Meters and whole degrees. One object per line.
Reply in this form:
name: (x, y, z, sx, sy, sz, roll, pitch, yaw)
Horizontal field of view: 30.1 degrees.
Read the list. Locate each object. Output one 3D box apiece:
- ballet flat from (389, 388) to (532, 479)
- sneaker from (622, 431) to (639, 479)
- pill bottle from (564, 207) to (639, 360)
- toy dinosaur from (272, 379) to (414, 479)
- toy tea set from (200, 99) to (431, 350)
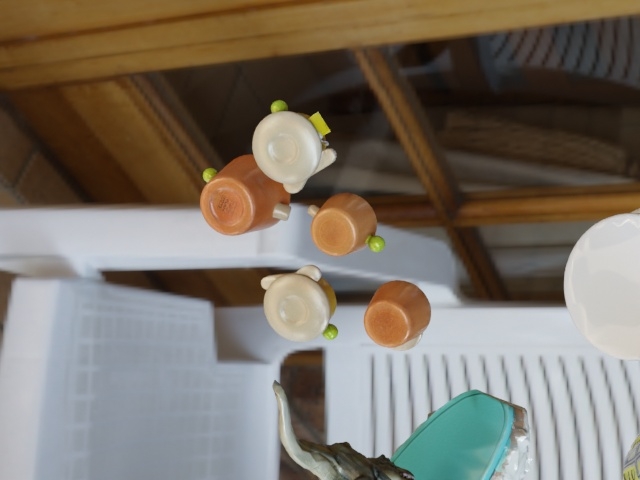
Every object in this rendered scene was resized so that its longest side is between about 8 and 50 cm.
ballet flat: (0.087, 0.324, 1.199, 0.409, 0.147, 0.147, -52, 152, 9)
sneaker: (0.394, 0.255, 1.251, 0.147, 0.145, 0.385, -57, 164, 4)
pill bottle: (0.517, 0.056, 1.640, 0.392, 0.224, 0.224, -1, 89, -48)
toy dinosaur: (0.026, 0.210, 1.002, 0.118, 0.064, 0.268, 63, 9, 31)
toy tea set: (0.000, 0.000, 1.444, 0.336, 0.200, 0.124, 59, 26, -2)
